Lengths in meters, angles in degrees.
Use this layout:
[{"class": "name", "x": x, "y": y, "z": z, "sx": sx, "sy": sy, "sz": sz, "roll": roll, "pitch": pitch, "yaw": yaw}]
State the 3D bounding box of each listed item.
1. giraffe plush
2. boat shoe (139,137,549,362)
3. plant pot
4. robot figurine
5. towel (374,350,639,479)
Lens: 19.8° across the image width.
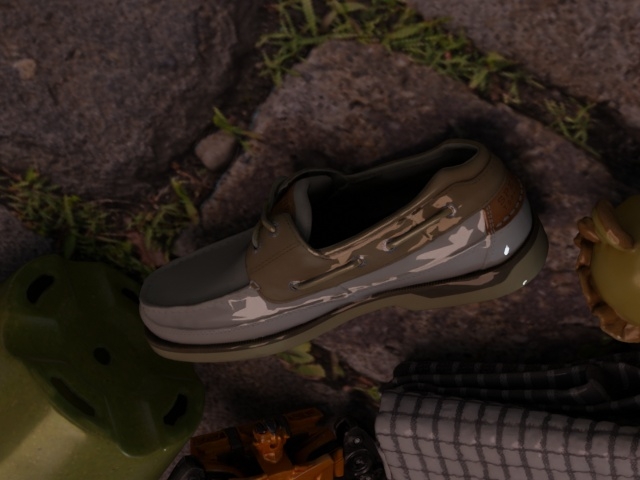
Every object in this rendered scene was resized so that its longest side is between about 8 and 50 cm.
[{"class": "giraffe plush", "x": 0.250, "y": 0.034, "z": 1.192, "sx": 0.170, "sy": 0.210, "sz": 0.181, "roll": 50, "pitch": 152, "yaw": 16}, {"class": "boat shoe", "x": 0.000, "y": 0.000, "z": 1.273, "sx": 0.302, "sy": 0.113, "sz": 0.103, "roll": -16, "pitch": 126, "yaw": 18}, {"class": "plant pot", "x": -0.232, "y": 0.153, "z": 1.416, "sx": 0.276, "sy": 0.276, "sz": 0.254, "roll": 36, "pitch": 123, "yaw": -16}, {"class": "robot figurine", "x": -0.044, "y": 0.256, "z": 1.498, "sx": 0.211, "sy": 0.085, "sz": 0.291, "roll": -12, "pitch": 124, "yaw": -18}, {"class": "towel", "x": 0.181, "y": 0.205, "z": 1.399, "sx": 0.235, "sy": 0.121, "sz": 0.284, "roll": 1, "pitch": 129, "yaw": 29}]
